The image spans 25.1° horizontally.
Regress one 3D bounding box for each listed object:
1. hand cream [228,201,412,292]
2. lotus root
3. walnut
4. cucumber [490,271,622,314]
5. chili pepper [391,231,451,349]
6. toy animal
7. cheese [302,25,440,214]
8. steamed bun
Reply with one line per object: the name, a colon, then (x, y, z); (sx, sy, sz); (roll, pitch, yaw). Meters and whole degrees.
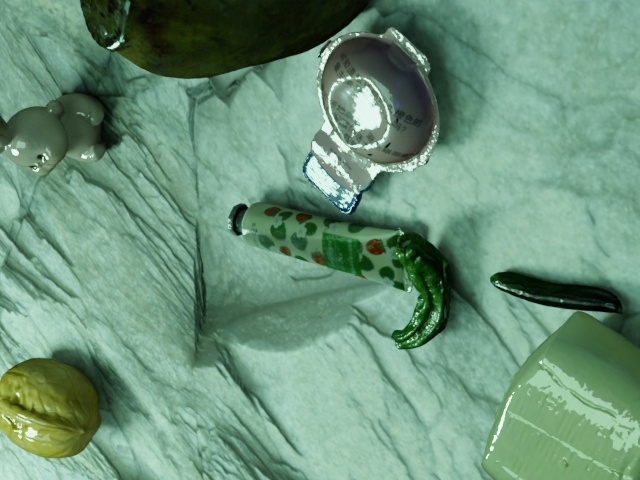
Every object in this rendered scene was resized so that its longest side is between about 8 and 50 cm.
hand cream: (0.000, 0.000, 1.893); (0.276, 0.059, 0.095); (14, 127, 30)
lotus root: (-0.109, -0.310, 1.612); (0.250, 0.346, 0.250); (26, 129, 38)
walnut: (-0.451, 0.277, 2.378); (0.206, 0.159, 0.159); (22, 127, 37)
cucumber: (0.279, 0.064, 1.699); (0.184, 0.033, 0.036); (10, 145, 38)
chili pepper: (0.128, 0.069, 1.816); (0.073, 0.050, 0.182); (3, 125, 2)
toy animal: (-0.412, -0.140, 2.064); (0.124, 0.212, 0.124); (25, 126, 39)
cheese: (0.054, -0.143, 1.749); (0.189, 0.074, 0.286); (44, 138, 14)
steamed bun: (0.313, 0.215, 1.667); (0.200, 0.155, 0.250); (35, 126, 17)
